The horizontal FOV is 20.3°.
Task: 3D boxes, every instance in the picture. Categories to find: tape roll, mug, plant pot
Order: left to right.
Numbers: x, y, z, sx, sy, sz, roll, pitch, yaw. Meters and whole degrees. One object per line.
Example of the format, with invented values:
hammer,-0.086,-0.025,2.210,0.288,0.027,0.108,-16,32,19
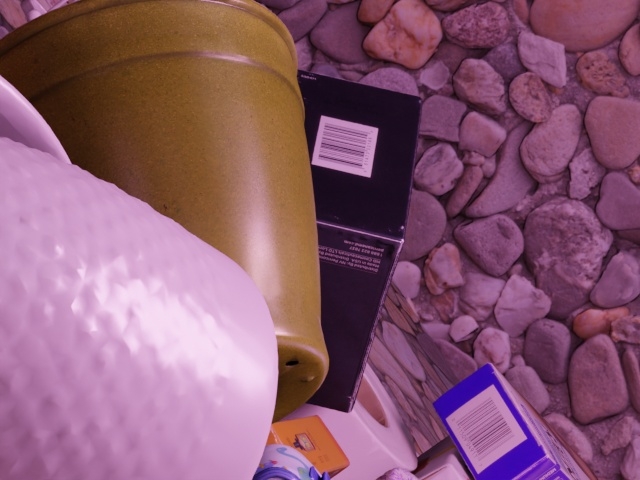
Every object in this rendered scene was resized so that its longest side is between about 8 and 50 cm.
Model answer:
mug,-0.240,0.027,1.218,0.328,0.276,0.374,33,38,-44
plant pot,-0.150,0.005,1.732,0.366,0.367,0.353,38,29,-60
tape roll,0.011,0.216,2.409,0.286,0.100,0.286,52,10,-13

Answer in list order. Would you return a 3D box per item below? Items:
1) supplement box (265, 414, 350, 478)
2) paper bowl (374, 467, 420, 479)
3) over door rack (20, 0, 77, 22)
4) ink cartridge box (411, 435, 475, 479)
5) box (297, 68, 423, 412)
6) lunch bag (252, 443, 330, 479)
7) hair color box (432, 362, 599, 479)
supplement box,-0.037,0.259,2.089,0.078,0.080,0.233,56,8,11
paper bowl,0.107,0.414,2.035,0.284,0.148,0.284,52,9,-12
over door rack,-0.233,-0.152,2.061,0.324,0.239,0.108,49,8,-25
ink cartridge box,0.209,0.428,2.450,0.279,0.160,0.385,55,9,4
box,0.000,0.000,2.215,0.183,0.294,0.296,13,39,-1
lunch bag,-0.034,0.306,1.628,0.219,0.176,0.090,53,9,-14
hair color box,0.303,0.330,2.443,0.339,0.110,0.185,47,10,-45
